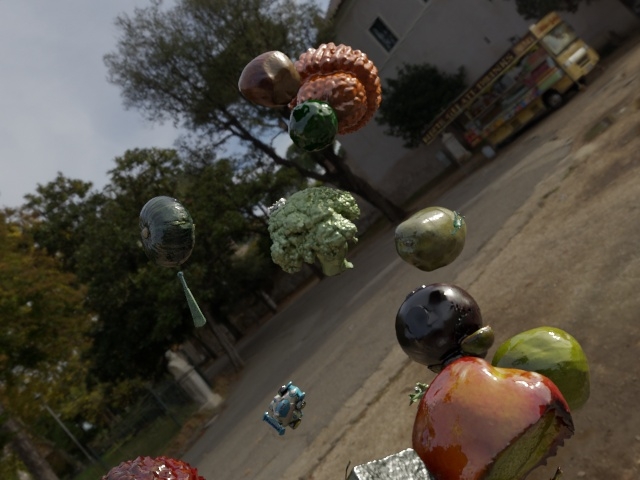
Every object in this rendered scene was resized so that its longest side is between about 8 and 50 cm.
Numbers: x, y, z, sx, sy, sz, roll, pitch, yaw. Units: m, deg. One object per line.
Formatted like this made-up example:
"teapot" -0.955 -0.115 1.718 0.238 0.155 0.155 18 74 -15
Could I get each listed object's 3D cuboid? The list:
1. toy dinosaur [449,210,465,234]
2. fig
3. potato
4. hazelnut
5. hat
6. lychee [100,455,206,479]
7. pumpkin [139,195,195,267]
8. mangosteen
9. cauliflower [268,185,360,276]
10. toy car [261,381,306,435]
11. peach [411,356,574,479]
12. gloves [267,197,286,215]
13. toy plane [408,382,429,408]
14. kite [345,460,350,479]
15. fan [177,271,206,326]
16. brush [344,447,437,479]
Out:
"toy dinosaur" 0.390 -0.048 1.540 0.062 0.021 0.083 -59 19 10
"fig" 0.789 0.480 1.929 0.343 0.343 0.343 -41 -2 -2
"potato" 0.440 -0.003 2.133 0.326 0.243 0.221 -33 3 -43
"hazelnut" -0.130 -0.397 1.326 0.154 0.143 0.143 -33 -7 -41
"hat" 0.028 -0.403 1.487 0.285 0.285 0.400 -42 14 20
"lychee" -0.502 0.834 1.520 0.500 0.424 0.425 -15 17 44
"pumpkin" -0.445 -0.028 1.563 0.152 0.211 0.211 -13 -22 -45
"mangosteen" 0.508 0.375 2.233 0.381 0.381 0.421 -42 41 8
"cauliflower" -0.018 -0.007 1.511 0.261 0.280 0.327 -20 16 -30
"toy car" -0.125 0.593 1.878 0.098 0.126 0.161 -21 -41 -57
"peach" 0.399 0.460 1.299 0.310 0.335 0.405 49 122 52
"gloves" -0.154 -0.097 2.281 0.114 0.153 0.070 -37 4 9
"toy plane" 0.325 0.489 1.706 0.111 0.040 0.102 -21 -57 -29
"kite" 0.091 0.861 1.708 0.015 0.309 0.169 -1 8 -26
"fan" -0.422 0.191 1.736 0.038 0.193 0.016 -20 8 -1
"brush" 0.156 0.522 1.132 0.197 0.123 0.059 1 -58 -38
